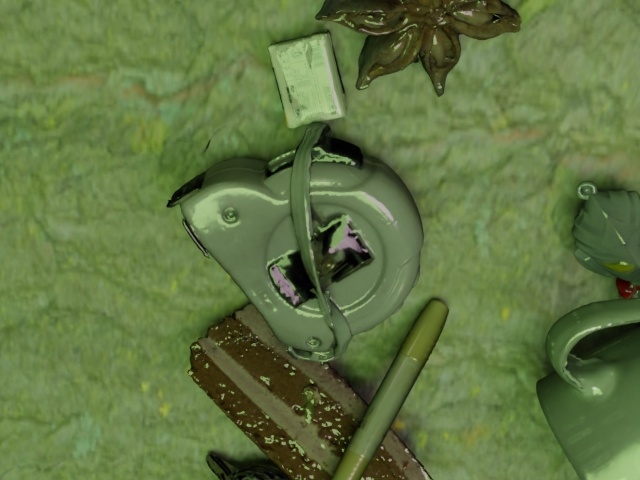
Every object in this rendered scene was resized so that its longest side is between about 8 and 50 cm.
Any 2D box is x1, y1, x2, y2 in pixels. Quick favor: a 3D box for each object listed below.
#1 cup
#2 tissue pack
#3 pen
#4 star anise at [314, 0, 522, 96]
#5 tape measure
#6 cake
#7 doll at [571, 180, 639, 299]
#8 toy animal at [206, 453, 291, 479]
[{"bbox_3d":[0.332,0.134,0.953,0.234,0.186,0.258,-37,119,15],"label":"cup"},{"bbox_3d":[-0.012,-0.154,0.965,0.062,0.042,0.083,-12,108,8],"label":"tissue pack"},{"bbox_3d":[0.069,0.162,1.024,0.032,0.040,0.233,29,77,10],"label":"pen"},{"bbox_3d":[0.090,-0.206,0.906,0.208,0.063,0.171,-3,138,-24],"label":"star anise"},{"bbox_3d":[0.000,0.000,0.983,0.197,0.120,0.236,-32,109,13],"label":"tape measure"},{"bbox_3d":[-0.013,0.195,1.066,0.116,0.113,0.295,-44,92,-16],"label":"cake"},{"bbox_3d":[0.302,0.010,0.985,0.094,0.079,0.180,-32,116,15],"label":"doll"},{"bbox_3d":[-0.073,0.289,1.104,0.137,0.098,0.098,31,109,-5],"label":"toy animal"}]
